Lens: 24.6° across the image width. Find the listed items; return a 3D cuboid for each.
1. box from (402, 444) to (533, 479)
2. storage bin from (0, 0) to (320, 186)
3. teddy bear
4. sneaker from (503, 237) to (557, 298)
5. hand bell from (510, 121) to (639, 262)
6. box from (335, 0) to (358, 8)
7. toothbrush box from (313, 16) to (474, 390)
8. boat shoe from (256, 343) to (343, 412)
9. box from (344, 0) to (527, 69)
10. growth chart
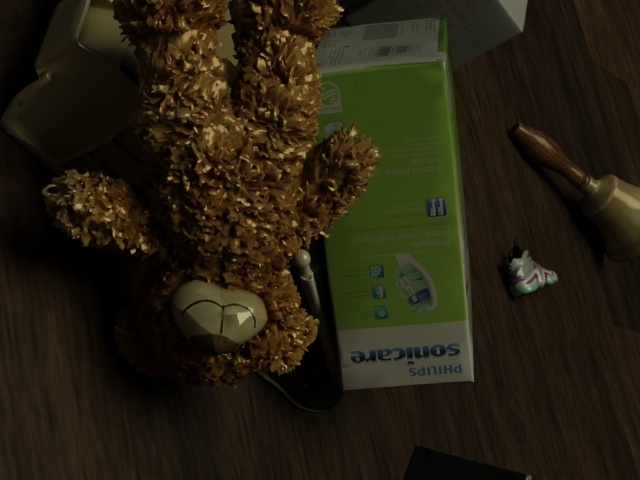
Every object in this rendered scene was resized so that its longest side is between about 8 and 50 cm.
[{"bbox_3d":[0.119,0.302,1.168,0.184,0.103,0.261,-64,151,-22],"label":"box"},{"bbox_3d":[-0.127,-0.142,1.256,0.260,0.123,0.262,42,37,-32],"label":"storage bin"},{"bbox_3d":[-0.072,-0.046,1.093,0.245,0.113,0.338,17,96,-30],"label":"teddy bear"},{"bbox_3d":[0.254,0.029,1.799,0.098,0.038,0.069,-13,79,-60],"label":"sneaker"},{"bbox_3d":[0.351,-0.084,2.006,0.242,0.126,0.126,34,39,-21],"label":"hand bell"},{"bbox_3d":[0.012,-0.450,1.496,0.318,0.097,0.395,-31,91,-45],"label":"box"},{"bbox_3d":[0.067,-0.038,1.301,0.206,0.122,0.283,-73,158,-71],"label":"toothbrush box"},{"bbox_3d":[-0.020,0.112,1.306,0.133,0.042,0.049,41,34,-36],"label":"boat shoe"},{"bbox_3d":[0.137,-0.276,1.720,0.130,0.170,0.091,48,35,-25],"label":"box"},{"bbox_3d":[0.000,0.000,1.338,0.237,0.021,0.172,-89,166,-54],"label":"growth chart"}]
